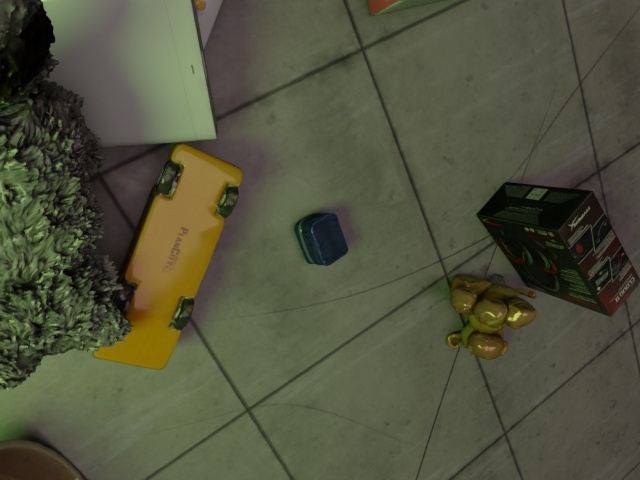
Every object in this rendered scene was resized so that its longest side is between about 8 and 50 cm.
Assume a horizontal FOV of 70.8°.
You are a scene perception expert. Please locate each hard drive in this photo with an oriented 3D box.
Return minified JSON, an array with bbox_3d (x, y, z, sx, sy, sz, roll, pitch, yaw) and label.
[{"bbox_3d":[-0.301,-0.211,0.563,0.308,0.040,0.202,-6,132,-5],"label":"hard drive"}]

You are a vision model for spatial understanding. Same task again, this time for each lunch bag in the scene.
[{"bbox_3d":[0.000,0.000,0.818,0.067,0.065,0.098,-30,111,-32],"label":"lunch bag"}]

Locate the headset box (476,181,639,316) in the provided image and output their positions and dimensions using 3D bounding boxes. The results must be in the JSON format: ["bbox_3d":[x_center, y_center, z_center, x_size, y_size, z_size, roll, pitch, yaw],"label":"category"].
[{"bbox_3d":[0.507,0.022,0.958,0.110,0.218,0.293,-47,115,-7],"label":"headset box"}]

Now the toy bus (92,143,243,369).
[{"bbox_3d":[-0.232,0.025,0.684,0.108,0.130,0.332,21,92,-25],"label":"toy bus"}]

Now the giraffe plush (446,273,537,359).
[{"bbox_3d":[0.356,0.179,0.976,0.210,0.182,0.170,-17,123,-56],"label":"giraffe plush"}]

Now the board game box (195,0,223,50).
[{"bbox_3d":[-0.254,-0.374,0.622,0.234,0.078,0.346,20,92,-26],"label":"board game box"}]

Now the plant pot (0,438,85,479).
[{"bbox_3d":[-0.502,0.496,0.582,0.306,0.334,0.333,-30,111,-4],"label":"plant pot"}]

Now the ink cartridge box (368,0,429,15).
[{"bbox_3d":[0.163,-0.552,0.745,0.207,0.117,0.282,-22,109,-18],"label":"ink cartridge box"}]

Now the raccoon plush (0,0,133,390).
[{"bbox_3d":[-0.307,-0.009,0.426,0.216,0.446,0.298,-18,87,-19],"label":"raccoon plush"}]
